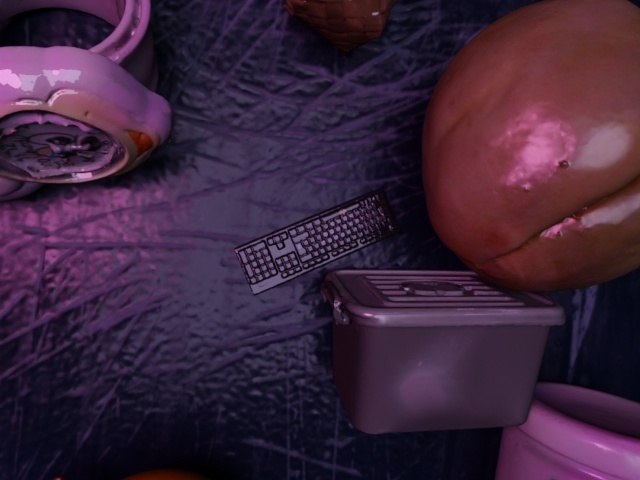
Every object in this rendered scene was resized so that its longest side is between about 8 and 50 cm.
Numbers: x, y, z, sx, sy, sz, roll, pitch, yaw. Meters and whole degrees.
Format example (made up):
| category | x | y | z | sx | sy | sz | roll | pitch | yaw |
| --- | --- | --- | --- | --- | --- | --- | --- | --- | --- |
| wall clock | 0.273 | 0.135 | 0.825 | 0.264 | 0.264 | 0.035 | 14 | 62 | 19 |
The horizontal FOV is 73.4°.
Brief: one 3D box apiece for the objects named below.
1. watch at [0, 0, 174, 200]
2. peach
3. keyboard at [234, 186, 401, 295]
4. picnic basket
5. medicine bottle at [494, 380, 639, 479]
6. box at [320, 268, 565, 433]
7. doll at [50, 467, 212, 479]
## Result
| category | x | y | z | sx | sy | sz | roll | pitch | yaw |
| --- | --- | --- | --- | --- | --- | --- | --- | --- | --- |
| watch | -0.274 | -0.165 | 0.393 | 0.248 | 0.211 | 0.218 | -10 | 76 | -18 |
| peach | 0.235 | -0.085 | 0.445 | 0.291 | 0.247 | 0.293 | -8 | 110 | -22 |
| keyboard | 0.000 | 0.000 | 0.518 | 0.197 | 0.010 | 0.064 | -23 | 94 | -9 |
| picnic basket | 0.003 | -0.304 | 0.449 | 0.178 | 0.128 | 0.138 | 25 | 85 | -20 |
| medicine bottle | 0.298 | 0.350 | 0.482 | 0.211 | 0.212 | 0.326 | 10 | 89 | -11 |
| box | 0.122 | 0.113 | 0.476 | 0.243 | 0.163 | 0.135 | 1 | 100 | -11 |
| doll | -0.193 | 0.309 | 0.402 | 0.236 | 0.213 | 0.213 | 38 | 85 | 4 |
